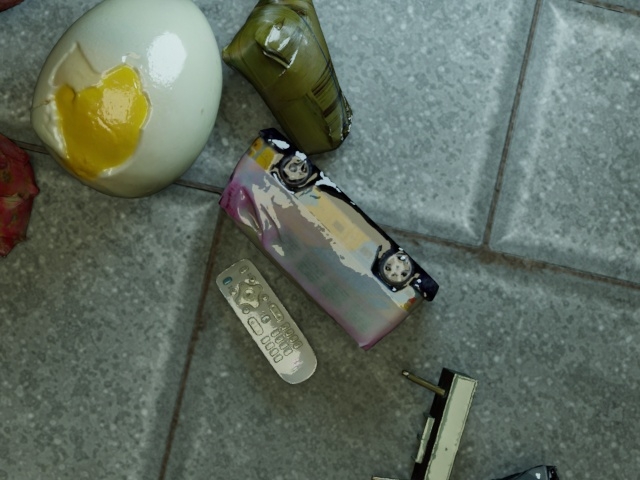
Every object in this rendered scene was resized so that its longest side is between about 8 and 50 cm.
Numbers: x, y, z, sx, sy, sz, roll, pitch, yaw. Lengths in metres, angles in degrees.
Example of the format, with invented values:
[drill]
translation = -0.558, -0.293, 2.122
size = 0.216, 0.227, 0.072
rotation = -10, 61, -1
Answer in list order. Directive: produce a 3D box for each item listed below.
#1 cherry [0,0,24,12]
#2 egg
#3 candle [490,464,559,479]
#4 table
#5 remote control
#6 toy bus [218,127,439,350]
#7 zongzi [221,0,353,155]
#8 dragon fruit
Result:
[cherry]
translation = -0.557, -0.449, 1.852
size = 0.249, 0.175, 0.192
rotation = -44, 104, -4
[egg]
translation = -0.293, -0.236, 1.804
size = 0.283, 0.283, 0.345
rotation = 28, 80, -2
[candle]
translation = 0.355, 0.537, 1.866
size = 0.187, 0.187, 0.330
rotation = -23, 91, -3
[table]
translation = 0.165, 0.324, 1.890
size = 0.111, 0.121, 0.240
rotation = 16, 87, -2
[remote control]
translation = -0.087, 0.138, 1.924
size = 0.073, 0.044, 0.229
rotation = -35, 82, -6
[toy bus]
translation = 0.000, 0.000, 1.869
size = 0.386, 0.171, 0.162
rotation = 44, 90, 0
[zongzi]
translation = -0.018, -0.313, 1.927
size = 0.260, 0.123, 0.289
rotation = 51, 42, -27
[dragon fruit]
translation = -0.566, -0.114, 1.863
size = 0.161, 0.126, 0.274
rotation = -44, 91, -3
